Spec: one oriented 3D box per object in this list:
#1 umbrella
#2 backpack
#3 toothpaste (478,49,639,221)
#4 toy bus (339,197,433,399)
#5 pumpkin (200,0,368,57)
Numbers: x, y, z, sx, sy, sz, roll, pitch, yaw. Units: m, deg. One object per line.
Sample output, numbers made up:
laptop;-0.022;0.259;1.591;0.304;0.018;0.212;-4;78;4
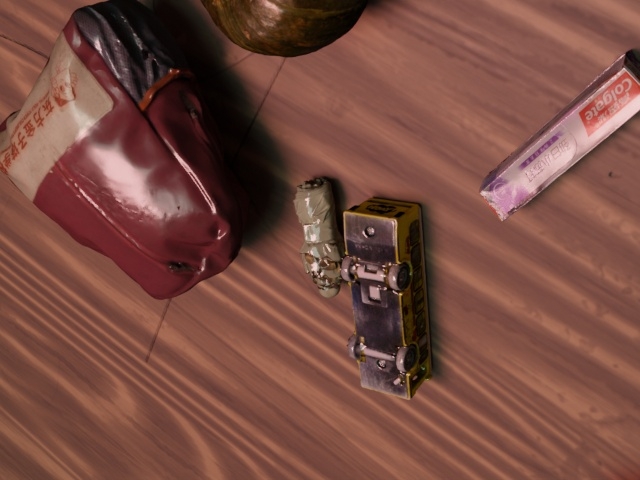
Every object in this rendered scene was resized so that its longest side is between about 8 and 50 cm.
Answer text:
umbrella;0.000;0.000;1.043;0.067;0.062;0.144;28;132;58
backpack;-0.212;-0.089;1.063;0.317;0.197;0.283;48;132;-1
toothpaste;0.225;-0.093;0.837;0.047;0.040;0.196;48;132;3
toy bus;0.073;0.066;1.014;0.081;0.074;0.226;7;118;33
pumpkin;-0.039;-0.284;0.851;0.223;0.157;0.224;32;135;40
